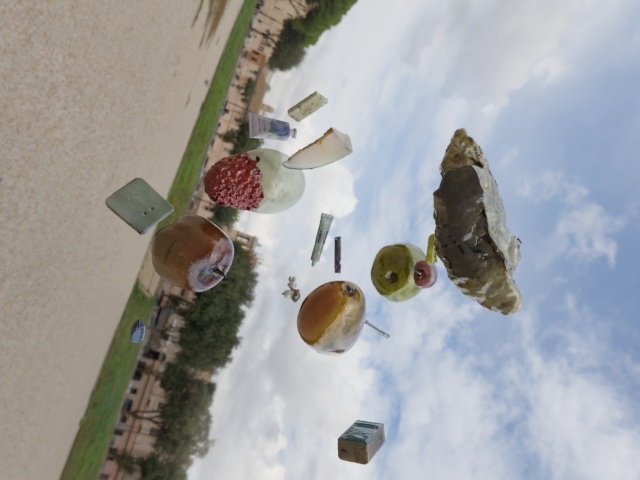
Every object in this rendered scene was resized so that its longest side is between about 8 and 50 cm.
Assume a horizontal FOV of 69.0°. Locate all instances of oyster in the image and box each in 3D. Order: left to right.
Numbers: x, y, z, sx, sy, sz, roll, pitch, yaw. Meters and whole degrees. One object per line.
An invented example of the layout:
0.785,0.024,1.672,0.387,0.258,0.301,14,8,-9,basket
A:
0.267,-0.038,0.838,0.166,0.110,0.341,-1,-87,52,oyster

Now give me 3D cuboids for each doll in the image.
-0.086,0.155,1.465,0.085,0.058,0.040,-67,177,-47,doll

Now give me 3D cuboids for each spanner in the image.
0.163,0.281,1.530,0.071,0.302,0.017,24,-99,30,spanner

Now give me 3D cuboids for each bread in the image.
-0.048,-0.488,1.705,0.153,0.068,0.028,-23,-123,34,bread

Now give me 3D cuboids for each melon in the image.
-0.010,-0.233,1.242,0.182,0.098,0.054,-27,-116,32,melon

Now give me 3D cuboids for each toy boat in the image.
-0.469,0.230,1.194,0.038,0.038,0.083,-94,-157,-53,toy boat

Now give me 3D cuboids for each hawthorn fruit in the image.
-0.438,0.053,1.675,0.268,0.300,0.268,-47,150,-38,hawthorn fruit

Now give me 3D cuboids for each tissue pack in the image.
0.145,0.704,1.632,0.120,0.169,0.082,-4,-88,28,tissue pack

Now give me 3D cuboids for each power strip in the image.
-0.748,-0.134,1.923,0.198,0.213,0.064,-47,179,-38,power strip

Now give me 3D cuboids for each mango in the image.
0.021,0.164,0.923,0.113,0.138,0.253,55,-19,28,mango

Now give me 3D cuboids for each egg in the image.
-0.213,-0.253,2.002,0.283,0.345,0.283,6,-82,44,egg

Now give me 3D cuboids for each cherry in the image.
0.384,0.116,1.694,0.126,0.087,0.106,-37,128,-50,cherry

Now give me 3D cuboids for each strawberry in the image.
-0.320,-0.200,1.668,0.234,0.178,0.234,21,-60,42,strawberry

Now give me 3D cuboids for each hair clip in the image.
0.335,0.001,1.351,0.072,0.046,0.173,-63,165,-50,hair clip

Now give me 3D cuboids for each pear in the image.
0.338,0.131,1.959,0.307,0.253,0.253,-3,120,-62,pear

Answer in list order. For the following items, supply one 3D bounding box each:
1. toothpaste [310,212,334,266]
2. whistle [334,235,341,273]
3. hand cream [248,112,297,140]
0.000,0.000,1.923,0.038,0.060,0.233,-135,-121,-63,toothpaste
0.078,0.065,2.108,0.033,0.033,0.177,143,-49,-61,whistle
-0.135,-0.318,1.329,0.053,0.142,0.084,-40,-130,54,hand cream
